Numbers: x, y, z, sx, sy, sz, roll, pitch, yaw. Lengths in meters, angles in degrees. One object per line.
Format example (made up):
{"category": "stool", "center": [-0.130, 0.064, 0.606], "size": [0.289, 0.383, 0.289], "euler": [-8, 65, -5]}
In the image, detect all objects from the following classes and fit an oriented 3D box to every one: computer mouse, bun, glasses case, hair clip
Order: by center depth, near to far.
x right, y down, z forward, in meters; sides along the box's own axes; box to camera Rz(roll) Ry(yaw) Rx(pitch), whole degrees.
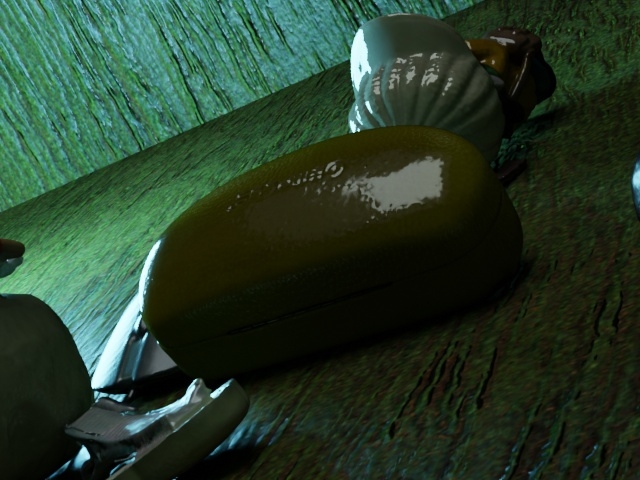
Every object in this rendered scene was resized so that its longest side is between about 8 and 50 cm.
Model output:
{"category": "hair clip", "center": [-0.143, 0.168, 1.407], "size": [0.218, 0.071, 0.159], "euler": [-21, 17, 49]}
{"category": "bun", "center": [-0.380, 0.176, 1.539], "size": [0.359, 0.211, 0.360], "euler": [-15, 3, 1]}
{"category": "glasses case", "center": [0.000, 0.000, 1.549], "size": [0.371, 0.141, 0.173], "euler": [-18, 34, 27]}
{"category": "computer mouse", "center": [-0.151, 0.084, 1.744], "size": [0.167, 0.090, 0.379], "euler": [-20, 15, 30]}

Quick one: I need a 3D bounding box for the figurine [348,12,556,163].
{"category": "figurine", "center": [0.169, -0.149, 1.947], "size": [0.332, 0.204, 0.185], "euler": [0, -34, -49]}

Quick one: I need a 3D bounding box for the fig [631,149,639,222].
{"category": "fig", "center": [0.366, -0.069, 1.218], "size": [0.274, 0.145, 0.170], "euler": [-17, -1, -8]}

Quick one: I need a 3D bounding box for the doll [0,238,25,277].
{"category": "doll", "center": [-0.355, 0.022, 1.527], "size": [0.183, 0.085, 0.217], "euler": [-8, -17, -32]}

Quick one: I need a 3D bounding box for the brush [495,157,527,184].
{"category": "brush", "center": [0.144, -0.041, 1.750], "size": [0.084, 0.071, 0.301], "euler": [1, 16, 31]}
